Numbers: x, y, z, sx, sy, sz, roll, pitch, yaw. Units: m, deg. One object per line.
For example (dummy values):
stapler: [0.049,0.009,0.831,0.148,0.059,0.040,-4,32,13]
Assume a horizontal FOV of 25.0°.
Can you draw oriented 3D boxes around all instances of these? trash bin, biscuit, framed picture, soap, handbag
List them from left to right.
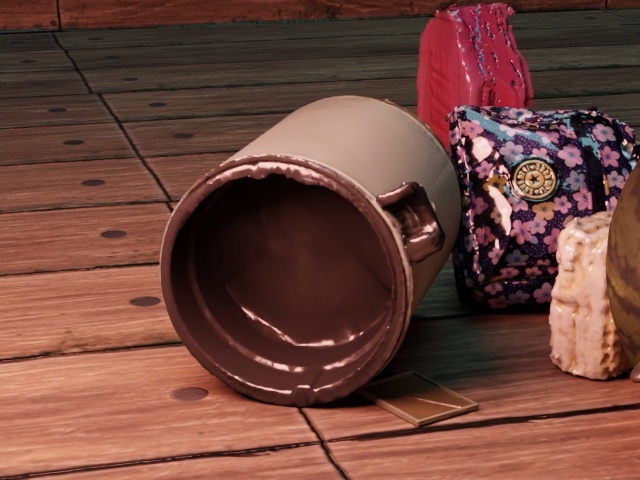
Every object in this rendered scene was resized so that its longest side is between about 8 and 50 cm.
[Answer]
trash bin: [0.000,0.000,1.292,0.277,0.217,0.262,-22,9,21]
framed picture: [0.080,0.132,1.213,0.066,0.007,0.089,-11,20,-34]
soap: [0.191,-0.172,1.808,0.099,0.250,0.162,-5,15,-20]
handbag: [0.231,-0.034,1.441,0.207,0.229,0.127,-3,-22,-1]
biscuit: [0.370,0.012,1.380,0.426,0.144,0.078,-17,24,-42]

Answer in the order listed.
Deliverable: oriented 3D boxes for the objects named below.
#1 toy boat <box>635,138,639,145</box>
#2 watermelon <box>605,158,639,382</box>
toy boat: [0.513,-0.138,1.920,0.114,0.115,0.262,-14,22,-37]
watermelon: [0.367,0.015,1.126,0.279,0.279,0.359,13,31,37]
